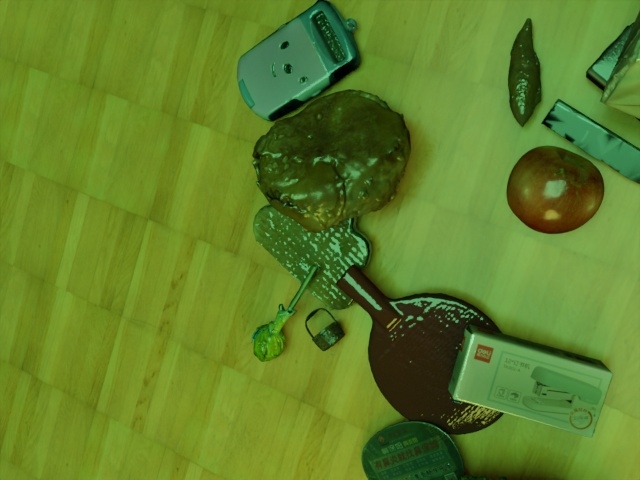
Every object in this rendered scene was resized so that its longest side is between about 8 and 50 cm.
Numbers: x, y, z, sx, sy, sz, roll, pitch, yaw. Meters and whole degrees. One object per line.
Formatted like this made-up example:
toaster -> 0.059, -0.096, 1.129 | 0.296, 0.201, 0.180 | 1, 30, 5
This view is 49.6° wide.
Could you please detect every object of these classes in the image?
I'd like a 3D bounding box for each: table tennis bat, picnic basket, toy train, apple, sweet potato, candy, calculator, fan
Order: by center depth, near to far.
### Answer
apple -> 0.415, -0.089, 1.237 | 0.163, 0.163, 0.139 | 32, 120, 17
toy train -> 0.521, -0.167, 1.251 | 0.252, 0.048, 0.055 | 36, 114, 10
sweet potato -> 0.382, -0.312, 1.294 | 0.068, 0.060, 0.206 | -1, 91, -16
table tennis bat -> 0.196, 0.207, 1.365 | 0.414, 0.051, 0.268 | 43, 107, 5
fan -> 0.222, 0.480, 1.389 | 0.294, 0.012, 0.223 | 35, 116, 17
picnic basket -> 0.004, 0.185, 1.454 | 0.072, 0.072, 0.083 | -40, 79, 18
candy -> -0.071, 0.151, 1.459 | 0.077, 0.073, 0.262 | 52, 122, 35
calculator -> -0.047, -0.375, 1.459 | 0.293, 0.051, 0.173 | -30, 80, 20

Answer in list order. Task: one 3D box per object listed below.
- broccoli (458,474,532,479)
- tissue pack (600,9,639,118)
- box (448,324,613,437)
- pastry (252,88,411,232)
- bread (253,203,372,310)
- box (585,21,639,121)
broccoli -> 0.335, 0.582, 1.213 | 0.321, 0.310, 0.413 | 41, 72, -1
tissue pack -> 0.667, -0.281, 1.048 | 0.380, 0.207, 0.297 | 23, 77, 11
box -> 0.379, 0.257, 1.271 | 0.269, 0.079, 0.135 | 16, 98, 4
pastry -> 0.027, -0.150, 1.359 | 0.311, 0.162, 0.255 | -24, 66, -3
bread -> 0.000, 0.000, 1.453 | 0.286, 0.056, 0.207 | 46, 108, 10
box -> 0.588, -0.264, 1.207 | 0.224, 0.069, 0.120 | 44, 105, 14
